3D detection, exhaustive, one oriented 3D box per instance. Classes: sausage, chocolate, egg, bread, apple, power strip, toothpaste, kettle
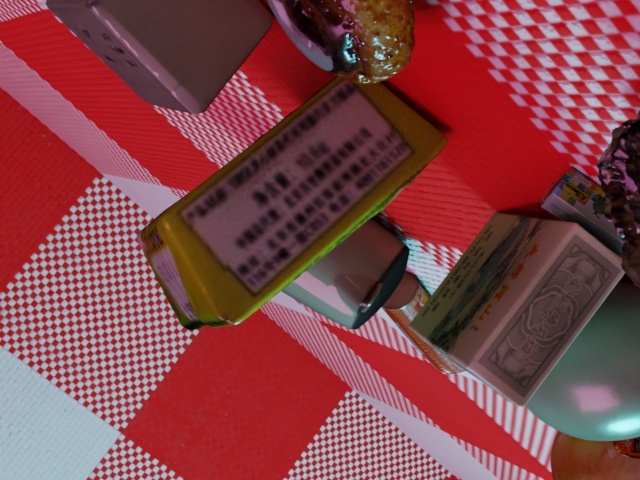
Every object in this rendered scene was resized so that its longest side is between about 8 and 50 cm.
[{"bbox_3d":[0.178,0.147,1.763,0.074,0.074,0.274,25,163,43],"label":"sausage"},{"bbox_3d":[-0.050,-0.042,1.185,0.137,0.301,0.289,51,165,-7],"label":"chocolate"},{"bbox_3d":[0.288,0.122,1.124,0.168,0.168,0.231,41,163,-16],"label":"egg"},{"bbox_3d":[-0.007,-0.234,0.848,0.139,0.095,0.269,14,140,57],"label":"bread"},{"bbox_3d":[0.415,0.306,1.469,0.209,0.164,0.209,33,166,9],"label":"apple"},{"bbox_3d":[-0.183,-0.255,1.117,0.224,0.139,0.140,45,167,-33],"label":"power strip"},{"bbox_3d":[0.279,-0.004,0.998,0.164,0.034,0.046,36,168,7],"label":"toothpaste"},{"bbox_3d":[0.000,0.000,1.572,0.255,0.165,0.240,31,-163,9],"label":"kettle"}]

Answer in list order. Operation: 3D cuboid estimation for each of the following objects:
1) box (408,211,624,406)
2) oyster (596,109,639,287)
[{"bbox_3d":[0.185,0.059,1.092,0.069,0.164,0.256,37,178,-8],"label":"box"},{"bbox_3d":[0.314,-0.001,0.750,0.267,0.112,0.198,47,154,15],"label":"oyster"}]
